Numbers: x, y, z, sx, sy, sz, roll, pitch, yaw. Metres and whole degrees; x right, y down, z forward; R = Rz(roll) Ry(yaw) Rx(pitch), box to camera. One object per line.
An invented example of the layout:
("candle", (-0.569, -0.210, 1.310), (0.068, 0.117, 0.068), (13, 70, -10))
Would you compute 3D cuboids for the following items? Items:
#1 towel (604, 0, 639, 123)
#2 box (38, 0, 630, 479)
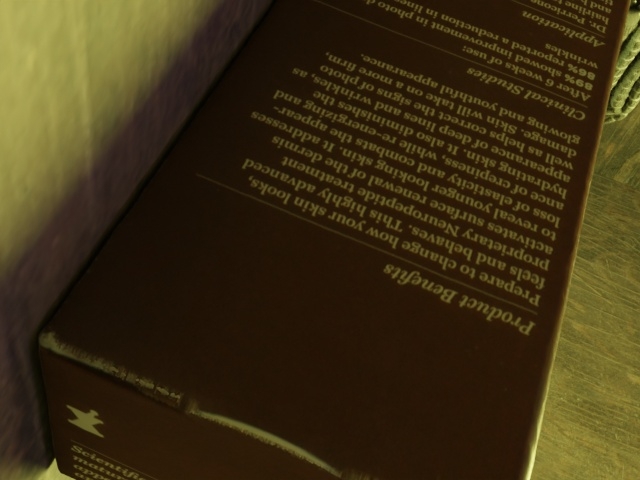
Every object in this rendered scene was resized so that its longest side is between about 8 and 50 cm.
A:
("towel", (0.279, -0.263, 0.810), (0.283, 0.122, 0.234), (75, 24, -76))
("box", (0.035, -0.024, 0.463), (0.143, 0.191, 0.381), (108, 7, -50))
